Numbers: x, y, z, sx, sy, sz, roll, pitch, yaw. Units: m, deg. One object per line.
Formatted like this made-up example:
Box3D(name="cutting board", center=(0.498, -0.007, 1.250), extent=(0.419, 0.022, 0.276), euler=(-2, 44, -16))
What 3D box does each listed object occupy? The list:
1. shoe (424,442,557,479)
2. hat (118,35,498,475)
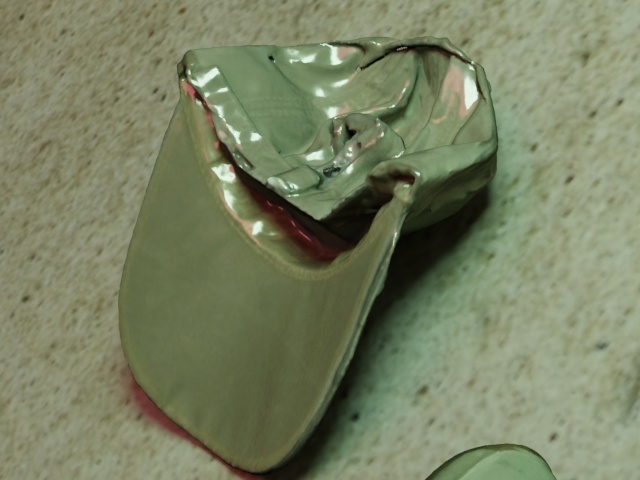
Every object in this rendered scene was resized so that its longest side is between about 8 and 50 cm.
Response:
Box3D(name="shoe", center=(0.077, 0.215, 0.824), extent=(0.098, 0.103, 0.275), euler=(-9, 58, 35))
Box3D(name="hat", center=(0.000, 0.000, 1.094), extent=(0.214, 0.149, 0.245), euler=(33, 118, 43))
